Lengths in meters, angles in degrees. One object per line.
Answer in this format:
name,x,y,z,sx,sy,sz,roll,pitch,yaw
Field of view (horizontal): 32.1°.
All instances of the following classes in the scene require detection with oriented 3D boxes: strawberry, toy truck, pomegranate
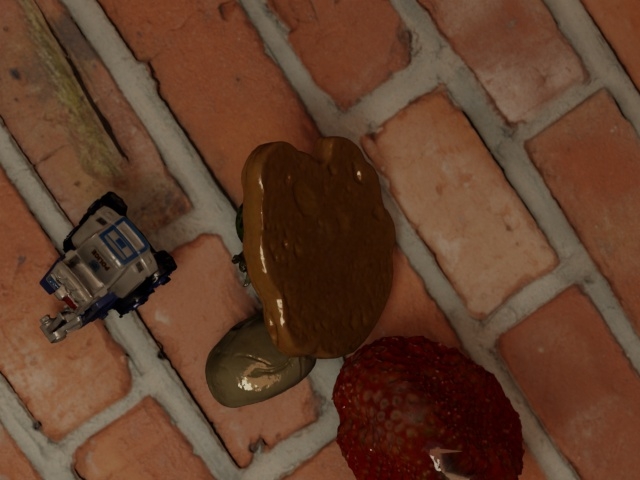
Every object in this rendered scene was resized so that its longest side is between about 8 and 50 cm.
strawberry,0.154,0.290,1.633,0.312,0.351,0.267,37,94,-9
toy truck,-0.340,0.050,1.662,0.161,0.213,0.177,49,49,1
pomegranate,-0.086,-0.004,1.728,0.122,0.122,0.161,35,81,-4

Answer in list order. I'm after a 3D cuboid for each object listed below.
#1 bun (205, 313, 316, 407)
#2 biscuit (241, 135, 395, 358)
bun,-0.097,0.174,1.705,0.173,0.166,0.113,-33,103,-34
biscuit,0.000,0.000,1.679,0.312,0.057,0.351,-37,115,-44
